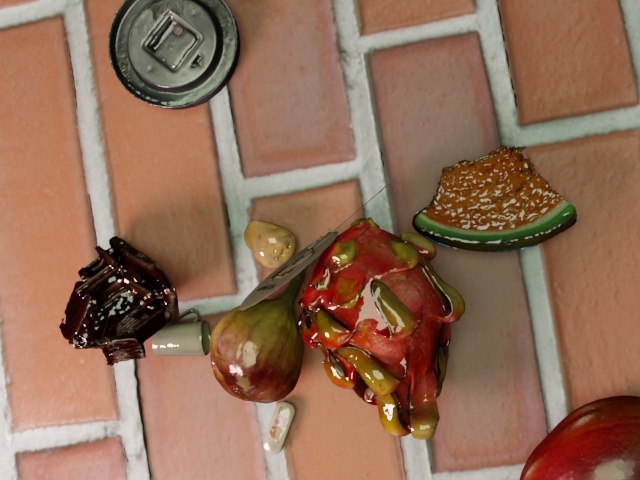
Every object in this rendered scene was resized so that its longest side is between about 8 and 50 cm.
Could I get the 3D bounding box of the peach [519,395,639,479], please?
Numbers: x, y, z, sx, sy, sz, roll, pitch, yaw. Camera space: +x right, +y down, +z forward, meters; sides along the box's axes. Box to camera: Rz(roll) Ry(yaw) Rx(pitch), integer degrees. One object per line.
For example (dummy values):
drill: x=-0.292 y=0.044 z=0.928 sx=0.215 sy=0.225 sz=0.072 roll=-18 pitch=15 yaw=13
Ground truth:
peach: x=0.403 y=0.352 z=1.674 sx=0.274 sy=0.245 sz=0.249 roll=-31 pitch=53 yaw=16

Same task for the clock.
clock: x=-0.234 y=-0.316 z=1.894 sx=0.214 sy=0.042 sz=0.215 roll=-1 pitch=85 yaw=9

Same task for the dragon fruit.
dragon fruit: x=0.085 y=0.124 z=1.728 sx=0.243 sy=0.227 sz=0.307 roll=14 pitch=101 yaw=12

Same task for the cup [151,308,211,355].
cup: x=-0.220 y=0.146 z=1.851 sx=0.083 sy=0.054 sz=0.075 roll=-4 pitch=86 yaw=11

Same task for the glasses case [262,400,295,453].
glasses case: x=-0.064 y=0.292 z=1.831 sx=0.032 sy=0.021 sz=0.083 roll=20 pitch=89 yaw=11

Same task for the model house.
model house: x=-0.319 y=0.103 z=1.808 sx=0.164 sy=0.203 sz=0.141 roll=-32 pitch=116 yaw=-21

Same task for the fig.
fig: x=-0.094 y=0.131 z=1.790 sx=0.143 sy=0.160 sz=0.231 roll=6 pitch=76 yaw=-8

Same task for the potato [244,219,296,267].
potato: x=-0.080 y=0.003 z=1.841 sx=0.083 sy=0.062 sz=0.068 roll=35 pitch=82 yaw=29

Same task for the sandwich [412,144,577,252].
sandwich: x=0.255 y=-0.048 z=1.783 sx=0.235 sy=0.079 sz=0.159 roll=-19 pitch=73 yaw=4

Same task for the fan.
fan: x=-0.001 y=-0.001 z=1.754 sx=0.329 sy=0.190 sz=0.009 roll=-40 pitch=97 yaw=-18
